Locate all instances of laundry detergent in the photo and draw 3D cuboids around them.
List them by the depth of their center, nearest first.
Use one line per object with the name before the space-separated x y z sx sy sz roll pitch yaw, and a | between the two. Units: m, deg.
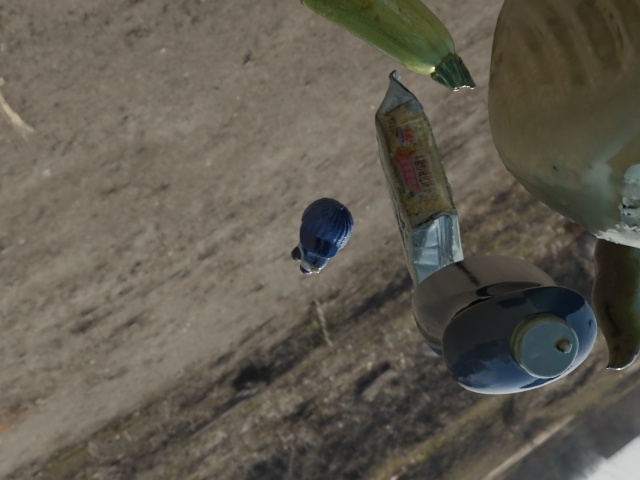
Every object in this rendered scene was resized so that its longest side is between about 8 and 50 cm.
laundry detergent | 0.117 0.052 0.590 0.097 0.061 0.206 -15 -174 -2

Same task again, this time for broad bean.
broad bean | 0.431 0.053 1.335 0.077 0.339 0.061 -9 135 29

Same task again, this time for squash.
squash | 0.084 -0.238 1.025 0.094 0.224 0.094 -45 166 -14

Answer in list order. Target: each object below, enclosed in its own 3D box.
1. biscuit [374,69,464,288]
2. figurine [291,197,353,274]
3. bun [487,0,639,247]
biscuit | 0.129 -0.068 1.229 0.079 0.309 0.186 -10 135 1
figurine | 0.000 0.000 1.330 0.087 0.086 0.149 -25 163 -19
bun | 0.267 -0.142 0.560 0.362 0.326 0.234 -49 119 -5
